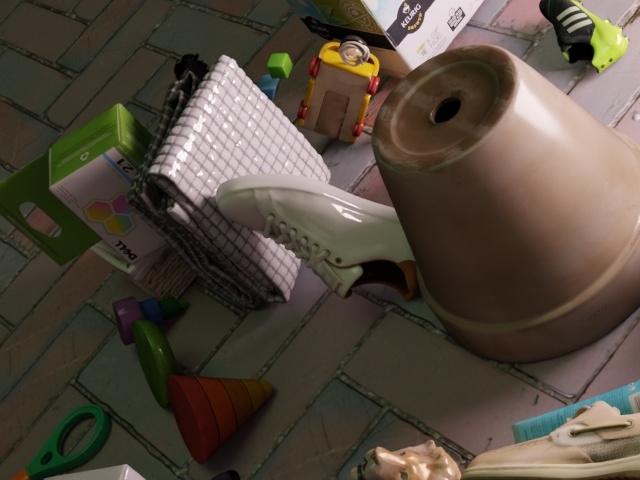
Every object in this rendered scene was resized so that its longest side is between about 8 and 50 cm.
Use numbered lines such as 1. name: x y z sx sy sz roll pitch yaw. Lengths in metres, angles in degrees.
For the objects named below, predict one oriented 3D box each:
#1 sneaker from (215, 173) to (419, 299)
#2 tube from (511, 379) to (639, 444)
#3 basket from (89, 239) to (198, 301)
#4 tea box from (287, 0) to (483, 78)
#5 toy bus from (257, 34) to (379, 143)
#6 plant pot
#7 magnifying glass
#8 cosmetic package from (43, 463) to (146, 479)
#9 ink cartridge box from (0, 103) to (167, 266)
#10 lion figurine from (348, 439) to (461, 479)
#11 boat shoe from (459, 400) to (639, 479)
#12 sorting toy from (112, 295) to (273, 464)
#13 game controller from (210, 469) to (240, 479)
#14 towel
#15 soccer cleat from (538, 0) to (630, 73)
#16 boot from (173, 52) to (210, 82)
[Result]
1. sneaker: 0.000 0.000 1.772 0.290 0.106 0.123 14 62 0
2. tube: 0.295 0.195 1.475 0.207 0.052 0.080 -26 40 26
3. basket: -0.258 0.012 2.088 0.113 0.103 0.167 -50 37 -10
4. tea box: 0.099 -0.471 2.066 0.220 0.323 0.329 21 70 49
5. toy bus: 0.033 -0.235 2.001 0.202 0.191 0.104 -11 47 35
6. plant pot: 0.208 -0.065 1.612 0.323 0.280 0.323 -23 42 23
7. magnifying glass: -0.392 0.318 1.975 0.231 0.026 0.092 -37 38 3
8. cosmetic package: -0.229 0.410 1.575 0.138 0.224 0.224 -13 45 32
9. ink cartridge box: -0.323 -0.046 1.962 0.255 0.189 0.097 -31 40 15
10. lion figurine: 0.072 0.406 1.416 0.240 0.142 0.392 -23 55 11
11. boat shoe: 0.289 0.218 1.404 0.302 0.109 0.098 -11 50 27
12. sorting toy: -0.171 0.162 1.896 0.126 0.127 0.365 -19 30 -18
13. game controller: -0.091 0.404 1.467 0.319 0.067 0.166 -103 29 -42
14. towel: -0.128 -0.074 1.909 0.121 0.283 0.235 -10 47 41
15. soccer cleat: 0.342 -0.283 1.888 0.072 0.060 0.179 -45 40 -1
16. boot: -0.200 -0.244 2.289 0.045 0.099 0.121 -22 42 26
